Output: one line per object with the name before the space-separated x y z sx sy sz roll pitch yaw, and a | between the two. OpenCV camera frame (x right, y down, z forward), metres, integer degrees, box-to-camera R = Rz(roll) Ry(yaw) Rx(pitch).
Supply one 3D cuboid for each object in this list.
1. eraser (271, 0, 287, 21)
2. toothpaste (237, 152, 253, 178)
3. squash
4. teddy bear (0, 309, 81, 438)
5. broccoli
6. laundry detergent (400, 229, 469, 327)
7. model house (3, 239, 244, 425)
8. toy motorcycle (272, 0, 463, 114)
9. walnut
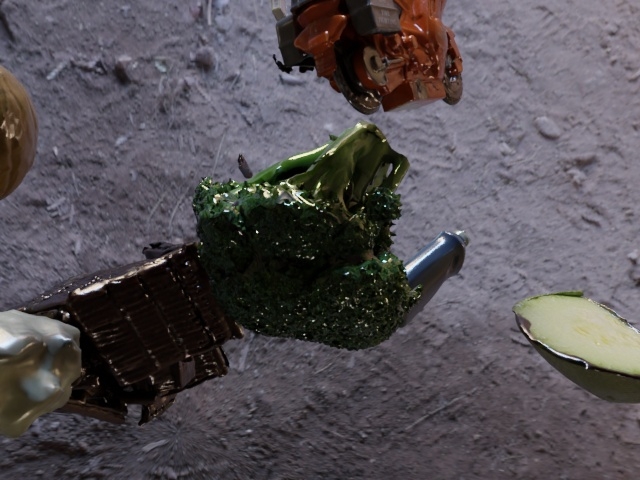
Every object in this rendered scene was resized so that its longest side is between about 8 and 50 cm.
eraser | -0.072 -0.413 1.278 0.019 0.038 0.083 -14 63 15
toothpaste | -0.135 -0.129 1.340 0.019 0.083 0.027 5 76 9
squash | 0.305 0.141 0.884 0.184 0.192 0.085 -1 115 -32
teddy bear | -0.168 0.087 0.242 0.362 0.327 0.375 -39 87 18
broccoli | 0.000 0.000 0.893 0.308 0.308 0.275 36 76 0
laundry detergent | 0.179 0.051 1.254 0.061 0.096 0.206 26 56 38
model house | -0.256 0.157 1.128 0.282 0.297 0.317 -13 114 13
toy motorcycle | 0.077 -0.258 0.874 0.326 0.148 0.221 -19 92 -55
walnut | -0.494 -0.144 1.002 0.228 0.228 0.228 3 75 -10
